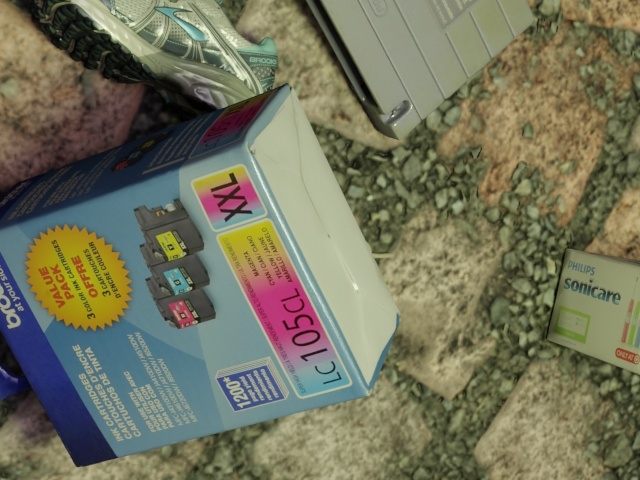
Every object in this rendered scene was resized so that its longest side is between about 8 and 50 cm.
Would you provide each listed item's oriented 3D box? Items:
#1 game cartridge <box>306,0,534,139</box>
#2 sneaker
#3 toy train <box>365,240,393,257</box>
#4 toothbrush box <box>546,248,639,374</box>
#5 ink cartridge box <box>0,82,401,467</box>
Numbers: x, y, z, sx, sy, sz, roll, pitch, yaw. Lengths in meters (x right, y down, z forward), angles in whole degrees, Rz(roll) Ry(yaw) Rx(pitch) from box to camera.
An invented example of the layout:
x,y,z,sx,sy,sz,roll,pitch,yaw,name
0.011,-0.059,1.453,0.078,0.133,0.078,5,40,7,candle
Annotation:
x,y,z,sx,sy,sz,roll,pitch,yaw,name
0.079,-0.308,1.586,0.230,0.068,0.355,-44,127,-17,game cartridge
-0.164,-0.214,1.518,0.283,0.110,0.122,31,71,-31,sneaker
0.000,0.000,1.586,0.248,0.143,0.105,11,94,-25,toy train
0.446,0.099,1.769,0.283,0.206,0.122,11,94,-26,toothbrush box
-0.159,0.050,1.445,0.270,0.395,0.151,64,28,-18,ink cartridge box
